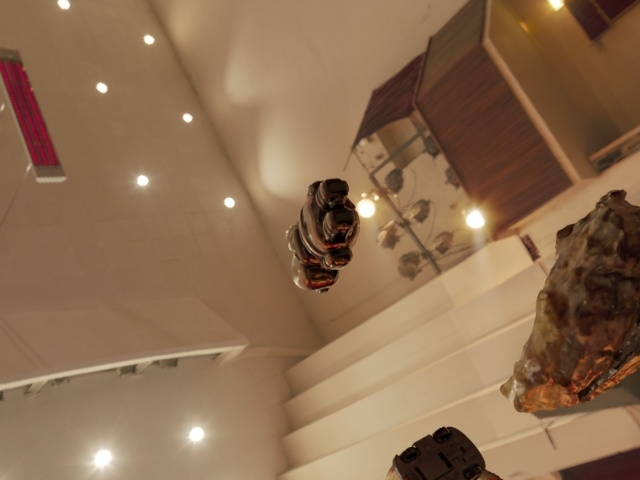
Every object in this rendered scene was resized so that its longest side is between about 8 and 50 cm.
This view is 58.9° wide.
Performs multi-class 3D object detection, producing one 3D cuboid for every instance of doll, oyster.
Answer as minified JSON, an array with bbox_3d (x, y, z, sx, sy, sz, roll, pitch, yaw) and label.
[{"bbox_3d":[0.000,0.000,0.606,0.067,0.219,0.090,-12,-106,-10],"label":"doll"},{"bbox_3d":[0.312,0.069,0.665,0.101,0.275,0.270,22,-110,-6],"label":"oyster"}]

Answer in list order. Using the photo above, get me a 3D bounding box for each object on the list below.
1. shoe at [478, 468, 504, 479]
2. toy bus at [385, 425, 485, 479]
[{"bbox_3d":[0.471,0.718,1.431,0.171,0.337,0.132,-40,-66,-21],"label":"shoe"},{"bbox_3d":[0.236,0.496,1.198,0.210,0.136,0.126,-13,-132,-37],"label":"toy bus"}]
